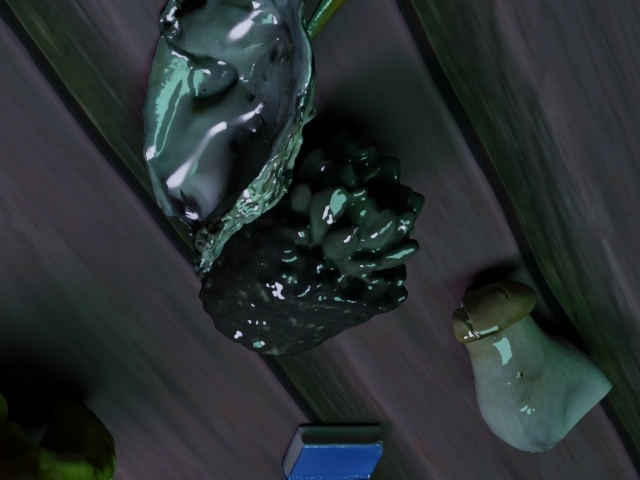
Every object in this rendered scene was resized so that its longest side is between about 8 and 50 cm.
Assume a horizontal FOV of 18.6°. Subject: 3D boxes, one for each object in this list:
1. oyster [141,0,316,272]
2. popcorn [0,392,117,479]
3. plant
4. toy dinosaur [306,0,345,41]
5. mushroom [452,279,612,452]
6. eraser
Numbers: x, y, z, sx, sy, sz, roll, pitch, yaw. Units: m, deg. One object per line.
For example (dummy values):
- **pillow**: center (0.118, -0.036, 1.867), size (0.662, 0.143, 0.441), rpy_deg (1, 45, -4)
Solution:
- **oyster**: center (-0.059, -0.080, 1.379), size (0.087, 0.199, 0.252), rpy_deg (-28, 120, -37)
- **popcorn**: center (-0.289, 0.239, 1.606), size (0.326, 0.290, 0.321), rpy_deg (-22, 149, -43)
- **plant**: center (0.000, 0.000, 1.522), size (0.132, 0.129, 0.194), rpy_deg (18, 135, -39)
- **toy dinosaur**: center (0.047, -0.214, 1.342), size (0.142, 0.057, 0.212), rpy_deg (-17, 156, -24)
- **mushroom**: center (0.178, 0.114, 1.767), size (0.116, 0.093, 0.225), rpy_deg (-40, 129, 6)
- **eraser**: center (0.012, 0.203, 1.862), size (0.085, 0.027, 0.063), rpy_deg (1, 138, -20)
